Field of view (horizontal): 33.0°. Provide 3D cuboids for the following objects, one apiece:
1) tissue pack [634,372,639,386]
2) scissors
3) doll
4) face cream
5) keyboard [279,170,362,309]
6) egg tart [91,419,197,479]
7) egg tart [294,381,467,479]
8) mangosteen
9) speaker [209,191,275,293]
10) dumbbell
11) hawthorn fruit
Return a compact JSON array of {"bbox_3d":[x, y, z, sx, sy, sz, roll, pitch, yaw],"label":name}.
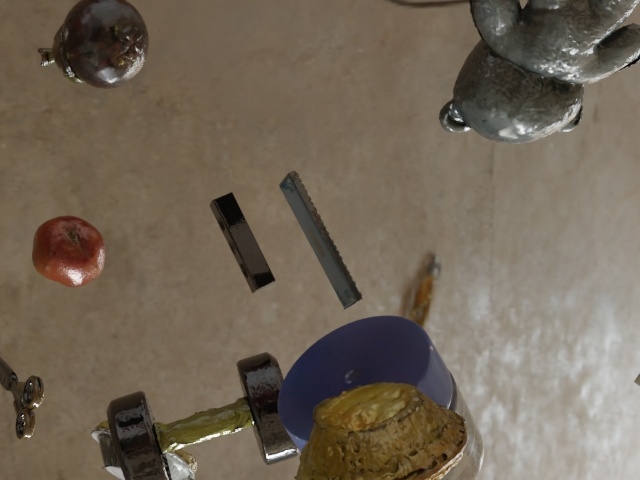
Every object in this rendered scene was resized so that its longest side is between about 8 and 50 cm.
[{"bbox_3d":[0.471,0.160,1.439,0.023,0.056,0.108,11,113,-59],"label":"tissue pack"},{"bbox_3d":[-0.429,0.201,1.503,0.017,0.220,0.088,10,99,-33],"label":"scissors"},{"bbox_3d":[0.296,-0.272,1.386,0.158,0.245,0.340,-97,-159,-51],"label":"doll"},{"bbox_3d":[0.093,0.272,1.591,0.249,0.249,0.225,-55,127,-37],"label":"face cream"},{"bbox_3d":[-0.001,0.000,1.315,0.014,0.055,0.176,-26,85,-22],"label":"keyboard"},{"bbox_3d":[-0.367,0.448,2.203,0.234,0.234,0.094,54,52,-46],"label":"egg tart"},{"bbox_3d":[0.056,0.193,1.067,0.191,0.191,0.074,-34,113,-50],"label":"egg tart"},{"bbox_3d":[-0.388,-0.349,1.896,0.172,0.184,0.172,-5,99,-35],"label":"mangosteen"},{"bbox_3d":[-0.148,0.004,2.052,0.046,0.040,0.191,-25,83,-19],"label":"speaker"},{"bbox_3d":[-0.214,0.346,1.997,0.322,0.204,0.204,-16,115,-8],"label":"dumbbell"},{"bbox_3d":[-0.409,0.016,1.762,0.128,0.128,0.128,-12,105,-55],"label":"hawthorn fruit"}]
